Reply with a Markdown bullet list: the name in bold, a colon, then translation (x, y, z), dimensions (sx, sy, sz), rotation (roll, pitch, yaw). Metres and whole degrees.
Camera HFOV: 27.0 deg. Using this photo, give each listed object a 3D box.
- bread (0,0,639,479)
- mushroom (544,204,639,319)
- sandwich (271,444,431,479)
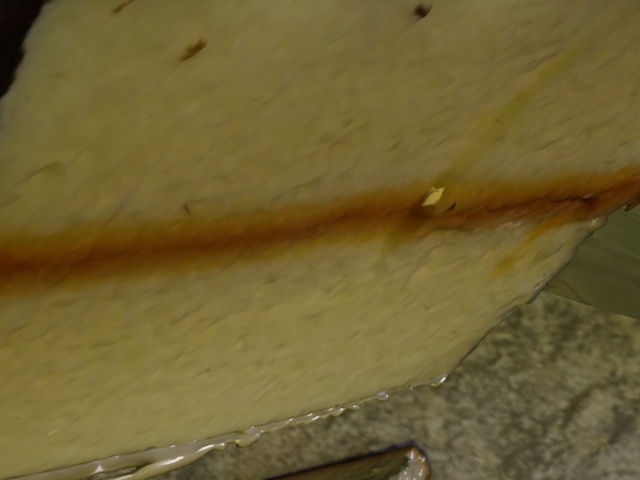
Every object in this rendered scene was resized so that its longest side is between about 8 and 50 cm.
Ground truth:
- **bread**: translation (0.000, 0.000, 0.565), dimensions (0.404, 0.242, 0.346), rotation (18, 124, -12)
- **mushroom**: translation (0.291, -0.006, 0.737), dimensions (0.328, 0.122, 0.159), rotation (12, 149, 5)
- **sandwich**: translation (-0.003, 0.214, 0.862), dimensions (0.220, 0.108, 0.186), rotation (34, 113, -3)
